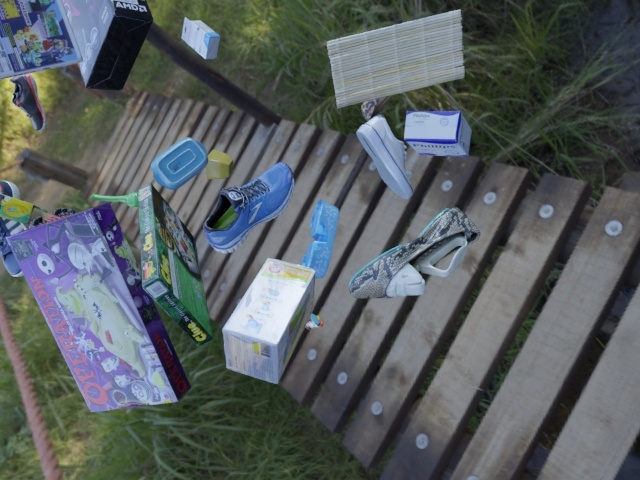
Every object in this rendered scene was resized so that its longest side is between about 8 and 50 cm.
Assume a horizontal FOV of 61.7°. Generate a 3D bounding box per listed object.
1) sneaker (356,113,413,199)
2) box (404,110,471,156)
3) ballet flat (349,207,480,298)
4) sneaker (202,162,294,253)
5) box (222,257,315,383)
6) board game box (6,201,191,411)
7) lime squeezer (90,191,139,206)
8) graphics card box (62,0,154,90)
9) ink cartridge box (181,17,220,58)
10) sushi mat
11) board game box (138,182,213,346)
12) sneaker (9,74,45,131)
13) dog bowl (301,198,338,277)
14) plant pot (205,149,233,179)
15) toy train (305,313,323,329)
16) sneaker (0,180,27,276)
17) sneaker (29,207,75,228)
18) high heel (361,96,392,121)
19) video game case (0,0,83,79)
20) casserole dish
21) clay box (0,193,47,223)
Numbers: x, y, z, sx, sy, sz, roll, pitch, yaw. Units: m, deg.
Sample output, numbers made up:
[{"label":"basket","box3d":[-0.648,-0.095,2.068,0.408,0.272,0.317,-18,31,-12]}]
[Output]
[{"label":"sneaker","box3d":[0.199,-0.225,1.457,0.091,0.258,0.094,-42,33,-9]},{"label":"box","box3d":[0.278,-0.250,1.265,0.126,0.137,0.072,7,85,28]},{"label":"ballet flat","box3d":[0.321,0.066,1.699,0.483,0.164,0.182,-33,54,-19]},{"label":"sneaker","box3d":[-0.209,-0.109,1.572,0.130,0.147,0.330,39,80,26]},{"label":"box","box3d":[-0.090,0.145,1.006,0.103,0.114,0.203,14,41,13]},{"label":"board game box","box3d":[-0.374,0.125,0.908,0.208,0.056,0.347,-13,104,28]},{"label":"lime squeezer","box3d":[-0.561,-0.087,1.692,0.110,0.310,0.059,-52,22,21]},{"label":"graphics card box","box3d":[-0.503,-0.554,1.198,0.233,0.094,0.371,-38,70,43]},{"label":"ink cartridge box","box3d":[-0.239,-0.404,1.067,0.083,0.028,0.048,43,133,21]},{"label":"sushi mat","box3d":[0.176,-0.408,1.214,0.316,0.151,0.019,-15,25,-4]},{"label":"board game box","box3d":[-0.220,0.027,0.801,0.030,0.136,0.260,-27,37,0]},{"label":"sneaker","box3d":[-0.763,-0.354,1.386,0.061,0.065,0.158,25,131,32]},{"label":"dog bowl","box3d":[0.000,0.000,1.952,0.166,0.074,0.297,146,136,-74]},{"label":"plant pot","box3d":[-0.356,-0.265,1.911,0.083,0.081,0.081,12,37,9]},{"label":"toy train","box3d":[-0.072,0.211,1.542,0.166,0.125,0.046,37,103,17]},{"label":"sneaker","box3d":[-1.059,-0.045,1.758,0.131,0.148,0.350,-28,75,13]},{"label":"sneaker","box3d":[-0.775,-0.014,1.587,0.276,0.097,0.135,-90,18,-76]},{"label":"high heel","box3d":[0.256,-0.516,1.856,0.261,0.093,0.186,-13,64,40]},{"label":"video game case","box3d":[-0.497,-0.357,0.831,0.023,0.183,0.201,2,110,70]},{"label":"casserole dish","box3d":[-0.425,-0.238,1.634,0.188,0.114,0.037,-42,13,-19]},{"label":"clay box","box3d":[-0.764,-0.086,1.257,0.127,0.222,0.053,1,72,63]}]
